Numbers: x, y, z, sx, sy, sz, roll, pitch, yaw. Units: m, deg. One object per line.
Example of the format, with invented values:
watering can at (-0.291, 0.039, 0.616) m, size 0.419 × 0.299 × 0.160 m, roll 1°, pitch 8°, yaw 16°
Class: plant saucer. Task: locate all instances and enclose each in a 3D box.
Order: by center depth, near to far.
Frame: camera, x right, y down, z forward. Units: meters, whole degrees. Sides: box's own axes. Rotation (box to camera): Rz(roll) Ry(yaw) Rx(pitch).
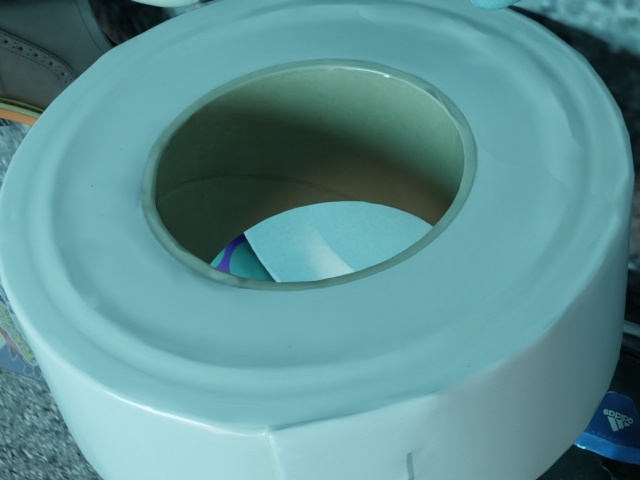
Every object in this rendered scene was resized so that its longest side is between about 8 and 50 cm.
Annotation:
plant saucer at (0.032, 0.001, 0.796) m, size 0.195 × 0.037 × 0.195 m, roll 28°, pitch 147°, yaw 20°

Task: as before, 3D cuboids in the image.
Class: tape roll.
tape roll at (0.000, 0.000, 0.589) m, size 0.286 × 0.286 × 0.100 m, roll 23°, pitch 144°, yaw 28°

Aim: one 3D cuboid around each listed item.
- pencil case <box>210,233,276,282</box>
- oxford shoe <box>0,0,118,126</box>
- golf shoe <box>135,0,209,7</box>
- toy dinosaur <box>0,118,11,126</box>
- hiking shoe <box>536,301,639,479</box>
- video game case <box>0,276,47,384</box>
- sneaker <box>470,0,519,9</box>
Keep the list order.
pencil case at (-0.066, 0.021, 0.905) m, size 0.152 × 0.064 × 0.070 m, roll 44°, pitch 138°, yaw -5°
oxford shoe at (-0.193, -0.124, 0.771) m, size 0.271 × 0.098 × 0.097 m, roll 26°, pitch -170°, yaw -23°
golf shoe at (-0.176, -0.183, 0.718) m, size 0.273 × 0.120 × 0.105 m, roll 27°, pitch 145°, yaw 21°
toy dinosaur at (-0.325, -0.170, 0.918) m, size 0.322 × 0.164 × 0.218 m, roll 33°, pitch 139°, yaw 49°
hiking shoe at (0.120, 0.149, 0.773) m, size 0.113 × 0.132 × 0.304 m, roll 17°, pitch 147°, yaw 4°
video game case at (-0.349, 0.068, 1.318) m, size 0.183 × 0.023 × 0.201 m, roll 11°, pitch 138°, yaw 41°
sneaker at (-0.024, -0.167, 0.556) m, size 0.283 × 0.110 × 0.122 m, roll 21°, pitch 152°, yaw 15°
